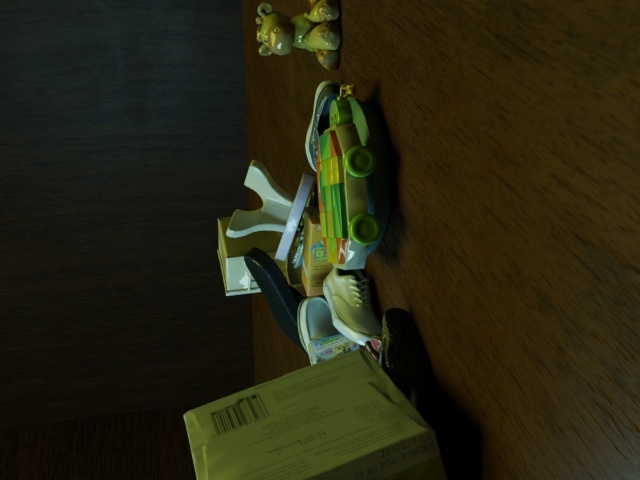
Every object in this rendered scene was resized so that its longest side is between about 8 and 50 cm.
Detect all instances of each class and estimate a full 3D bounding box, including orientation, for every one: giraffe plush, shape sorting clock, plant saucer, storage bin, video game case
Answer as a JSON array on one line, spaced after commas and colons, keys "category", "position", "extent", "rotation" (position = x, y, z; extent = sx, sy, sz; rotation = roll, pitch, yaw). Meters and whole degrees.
[{"category": "giraffe plush", "position": [-0.057, -0.476, 1.859], "extent": [0.210, 0.171, 0.181], "rotation": [-127, 33, -71]}, {"category": "shape sorting clock", "position": [-0.045, -0.028, 2.169], "extent": [0.206, 0.040, 0.206], "rotation": [-162, 90, -83]}, {"category": "plant saucer", "position": [0.085, -0.123, 1.615], "extent": [0.317, 0.044, 0.317], "rotation": [176, 90, -79]}, {"category": "storage bin", "position": [-0.165, 0.031, 2.418], "extent": [0.262, 0.260, 0.123], "rotation": [-114, 21, -60]}, {"category": "video game case", "position": [0.046, 0.296, 1.853], "extent": [0.015, 0.119, 0.166], "rotation": [23, -127, -57]}]

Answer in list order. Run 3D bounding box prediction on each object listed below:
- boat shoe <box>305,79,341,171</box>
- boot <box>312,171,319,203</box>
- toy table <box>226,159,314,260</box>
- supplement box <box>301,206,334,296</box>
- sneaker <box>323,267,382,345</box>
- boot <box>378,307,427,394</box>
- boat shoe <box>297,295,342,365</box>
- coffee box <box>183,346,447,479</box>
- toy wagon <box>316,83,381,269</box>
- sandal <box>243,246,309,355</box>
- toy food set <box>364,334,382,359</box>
[{"category": "boat shoe", "position": [0.018, -0.243, 1.848], "extent": [0.076, 0.080, 0.228], "rotation": [-108, 24, -55]}, {"category": "boot", "position": [0.004, -0.116, 2.071], "extent": [0.087, 0.042, 0.118], "rotation": [90, 171, -58]}, {"category": "toy table", "position": [-0.127, -0.078, 2.048], "extent": [0.252, 0.161, 0.274], "rotation": [-76, 6, -54]}, {"category": "supplement box", "position": [-0.001, 0.027, 2.044], "extent": [0.080, 0.078, 0.233], "rotation": [-109, 17, -52]}, {"category": "sneaker", "position": [0.067, 0.120, 1.691], "extent": [0.258, 0.094, 0.091], "rotation": [-124, 47, -55]}, {"category": "boot", "position": [0.131, 0.248, 1.450], "extent": [0.189, 0.076, 0.208], "rotation": [-88, 7, -53]}, {"category": "boat shoe", "position": [0.026, 0.270, 1.952], "extent": [0.103, 0.113, 0.302], "rotation": [124, 129, -72]}, {"category": "coffee box", "position": [0.005, 0.423, 1.291], "extent": [0.338, 0.338, 0.334], "rotation": [-139, 32, -71]}, {"category": "toy wagon", "position": [0.042, -0.120, 1.546], "extent": [0.267, 0.068, 0.344], "rotation": [-175, 80, -79]}, {"category": "sandal", "position": [-0.071, 0.173, 2.278], "extent": [0.168, 0.107, 0.445], "rotation": [31, 155, 40]}, {"category": "toy food set", "position": [0.109, 0.222, 1.576], "extent": [0.078, 0.019, 0.122], "rotation": [29, 144, 21]}]
